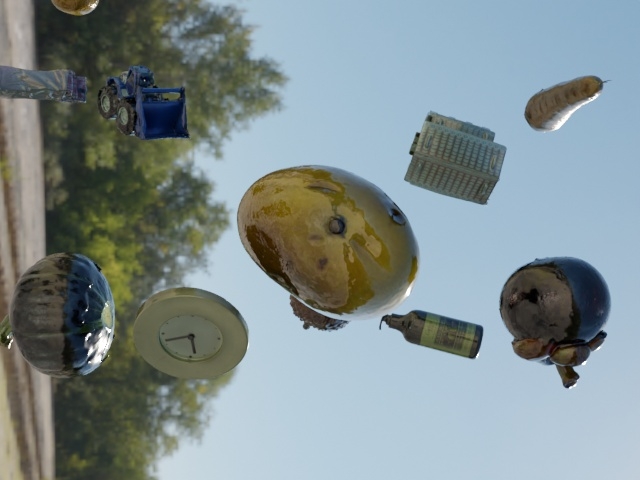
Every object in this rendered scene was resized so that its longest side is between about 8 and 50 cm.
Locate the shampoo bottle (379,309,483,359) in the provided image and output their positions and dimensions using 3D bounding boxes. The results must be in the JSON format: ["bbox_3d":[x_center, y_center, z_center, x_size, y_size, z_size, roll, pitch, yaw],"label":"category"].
[{"bbox_3d":[0.308,0.252,2.564,0.101,0.284,0.101,14,90,-84],"label":"shampoo bottle"}]

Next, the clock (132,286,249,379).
[{"bbox_3d":[-0.263,0.192,1.867,0.029,0.235,0.234,-88,-173,-53],"label":"clock"}]

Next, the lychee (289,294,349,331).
[{"bbox_3d":[0.011,0.155,2.461,0.238,0.200,0.200,-59,-150,27],"label":"lychee"}]

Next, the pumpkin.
[{"bbox_3d":[-0.615,0.172,2.115,0.296,0.296,0.295,179,-90,-75],"label":"pumpkin"}]

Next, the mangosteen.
[{"bbox_3d":[0.441,0.152,1.712,0.211,0.212,0.249,151,-66,-73],"label":"mangosteen"}]

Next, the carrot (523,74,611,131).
[{"bbox_3d":[0.420,-0.242,1.555,0.298,0.078,0.078,151,-63,-83],"label":"carrot"}]

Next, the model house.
[{"bbox_3d":[0.343,-0.211,2.372,0.215,0.224,0.198,-79,-173,-72],"label":"model house"}]

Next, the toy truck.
[{"bbox_3d":[-0.359,-0.282,1.892,0.208,0.113,0.126,38,-58,36],"label":"toy truck"}]

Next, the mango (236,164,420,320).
[{"bbox_3d":[0.000,0.000,1.598,0.220,0.301,0.445,-51,-160,-11],"label":"mango"}]

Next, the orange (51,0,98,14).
[{"bbox_3d":[-0.492,-0.492,1.834,0.085,0.095,0.085,5,90,-78],"label":"orange"}]

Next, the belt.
[{"bbox_3d":[-0.490,-0.257,1.498,0.071,0.232,0.053,-23,-108,53],"label":"belt"}]
